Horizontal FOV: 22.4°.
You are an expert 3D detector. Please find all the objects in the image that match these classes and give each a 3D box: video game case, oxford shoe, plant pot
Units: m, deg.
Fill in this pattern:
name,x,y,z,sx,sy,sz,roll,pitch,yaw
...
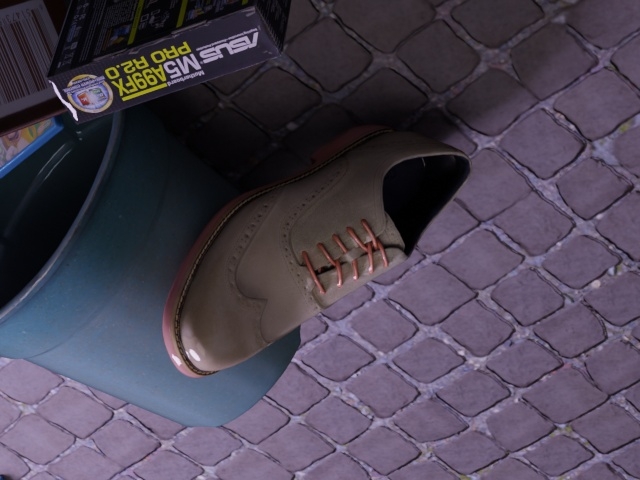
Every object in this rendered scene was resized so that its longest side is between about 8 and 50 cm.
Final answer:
name,x,y,z,sx,sy,sz,roll,pitch,yaw
video game case,-0.336,-0.161,1.708,0.119,0.166,0.015,-34,156,30
oxford shoe,0.000,0.000,1.659,0.146,0.397,0.140,5,131,47
plant pot,-0.205,0.027,1.767,0.341,0.341,0.334,-35,129,30

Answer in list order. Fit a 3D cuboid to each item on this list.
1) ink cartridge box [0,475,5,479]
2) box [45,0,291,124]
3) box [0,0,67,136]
name,x,y,z,sx,sy,sz,roll,pitch,yaw
ink cartridge box,-0.445,0.376,2.270,0.028,0.048,0.083,-13,131,16
box,-0.131,-0.240,1.534,0.216,0.270,0.060,-16,128,18
box,-0.432,-0.136,1.632,0.381,0.191,0.143,-17,99,35
